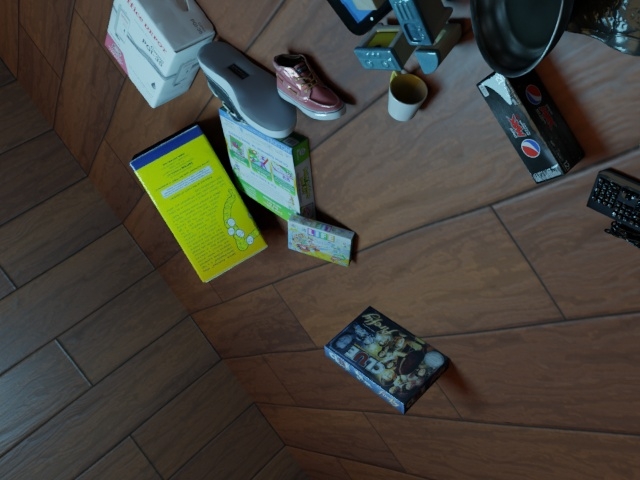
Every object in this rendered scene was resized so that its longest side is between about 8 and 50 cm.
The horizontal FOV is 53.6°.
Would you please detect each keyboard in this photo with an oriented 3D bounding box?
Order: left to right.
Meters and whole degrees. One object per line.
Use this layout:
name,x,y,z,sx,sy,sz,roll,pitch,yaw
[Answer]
keyboard,0.445,-0.015,0.844,0.192,0.038,0.100,34,147,32

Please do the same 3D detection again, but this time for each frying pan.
frying pan,0.228,-0.359,0.746,0.197,0.053,0.325,-173,76,-75

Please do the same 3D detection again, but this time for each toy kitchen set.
toy kitchen set,0.077,-0.318,0.891,0.166,0.122,0.207,20,156,46

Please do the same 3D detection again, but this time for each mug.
mug,0.140,-0.235,1.039,0.062,0.078,0.064,14,155,2

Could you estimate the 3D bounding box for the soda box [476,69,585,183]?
soda box,0.290,-0.166,0.875,0.168,0.060,0.053,57,151,-7

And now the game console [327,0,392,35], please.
game console,0.005,-0.429,0.890,0.293,0.250,0.173,-23,77,61

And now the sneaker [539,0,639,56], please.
sneaker,0.333,-0.267,0.708,0.170,0.051,0.089,39,140,32

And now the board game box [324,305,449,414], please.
board game box,0.153,0.273,1.482,0.243,0.165,0.042,31,146,33

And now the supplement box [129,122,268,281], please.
supplement box,-0.315,-0.104,1.653,0.356,0.195,0.194,62,174,-18

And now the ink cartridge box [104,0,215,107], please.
ink cartridge box,-0.378,-0.468,1.461,0.207,0.117,0.283,54,152,-3

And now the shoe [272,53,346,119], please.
shoe,-0.025,-0.292,1.194,0.178,0.063,0.081,35,153,37

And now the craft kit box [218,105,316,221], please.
craft kit box,-0.122,-0.176,1.489,0.250,0.061,0.246,33,144,31

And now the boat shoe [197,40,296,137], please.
boat shoe,-0.155,-0.297,1.336,0.306,0.113,0.105,41,157,25

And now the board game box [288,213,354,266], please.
board game box,0.000,0.000,1.476,0.154,0.026,0.103,17,142,12
